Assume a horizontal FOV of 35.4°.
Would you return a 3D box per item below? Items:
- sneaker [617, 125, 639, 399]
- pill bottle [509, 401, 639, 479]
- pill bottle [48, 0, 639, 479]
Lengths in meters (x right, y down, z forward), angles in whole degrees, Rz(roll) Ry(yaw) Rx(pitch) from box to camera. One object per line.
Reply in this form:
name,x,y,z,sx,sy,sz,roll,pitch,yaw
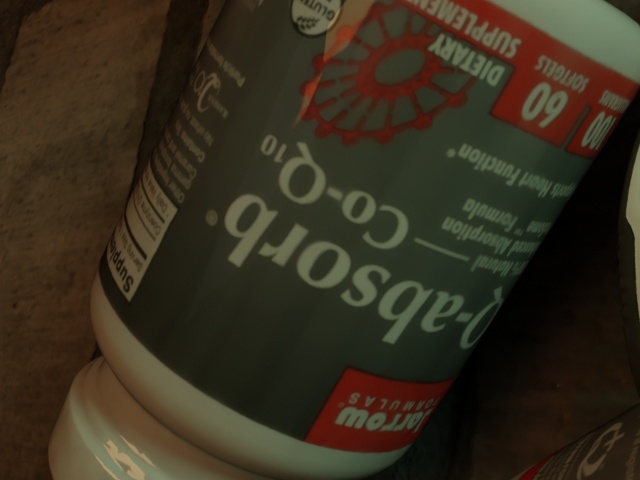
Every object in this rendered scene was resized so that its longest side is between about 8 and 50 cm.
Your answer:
sneaker,0.248,-0.044,0.441,0.178,0.123,0.296,-5,65,51
pill bottle,0.196,0.098,0.302,0.318,0.176,0.176,-47,41,46
pill bottle,0.000,0.000,0.559,0.210,0.210,0.363,46,114,45
